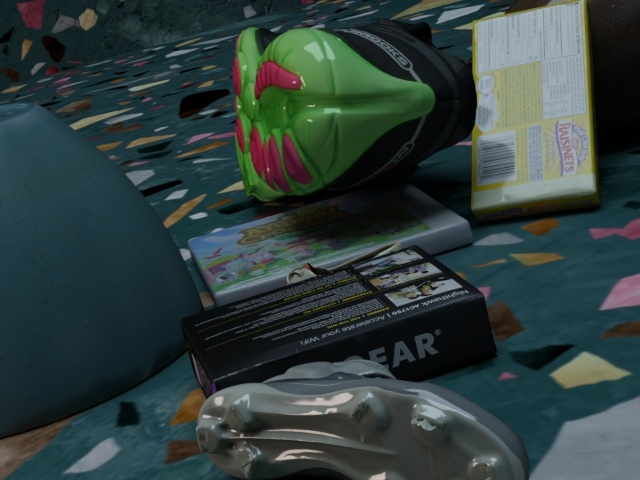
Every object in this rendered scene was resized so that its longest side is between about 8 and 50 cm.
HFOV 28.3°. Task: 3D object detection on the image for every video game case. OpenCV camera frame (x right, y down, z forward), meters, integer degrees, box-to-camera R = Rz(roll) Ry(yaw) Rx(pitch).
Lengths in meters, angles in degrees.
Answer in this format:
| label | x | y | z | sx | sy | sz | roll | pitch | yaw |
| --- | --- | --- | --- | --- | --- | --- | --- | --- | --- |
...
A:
| label | x | y | z | sx | sy | sz | roll | pitch | yaw |
| --- | --- | --- | --- | --- | --- | --- | --- | --- | --- |
| video game case | 0.000 | 0.000 | 1.088 | 0.212 | 0.023 | 0.193 | -17 | 16 | -9 |

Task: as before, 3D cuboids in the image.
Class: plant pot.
| label | x | y | z | sx | sy | sz | roll | pitch | yaw |
| --- | --- | --- | --- | --- | --- | --- | --- | --- | --- |
| plant pot | 0.259 | -0.184 | 1.222 | 0.230 | 0.215 | 0.215 | -32 | 20 | -13 |
| plant pot | -0.253 | 0.006 | 0.970 | 0.290 | 0.195 | 0.290 | -13 | 15 | 4 |

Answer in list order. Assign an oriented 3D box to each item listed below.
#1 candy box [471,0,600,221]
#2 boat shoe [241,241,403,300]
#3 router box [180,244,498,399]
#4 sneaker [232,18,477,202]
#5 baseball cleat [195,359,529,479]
| label | x | y | z | sx | sy | sz | roll | pitch | yaw |
| --- | --- | --- | --- | --- | --- | --- | --- | --- | --- |
| candy box | 0.183 | -0.114 | 1.092 | 0.105 | 0.027 | 0.206 | -7 | 58 | 19 |
| boat shoe | 0.000 | 0.035 | 0.934 | 0.137 | 0.043 | 0.049 | -13 | 18 | 10 |
| router box | 0.007 | 0.062 | 0.830 | 0.179 | 0.046 | 0.133 | -17 | 17 | -10 |
| sneaker | 0.025 | -0.122 | 1.228 | 0.202 | 0.185 | 0.483 | -3 | 11 | -10 |
| baseball cleat | 0.031 | 0.091 | 0.665 | 0.206 | 0.072 | 0.109 | 4 | 17 | 38 |
